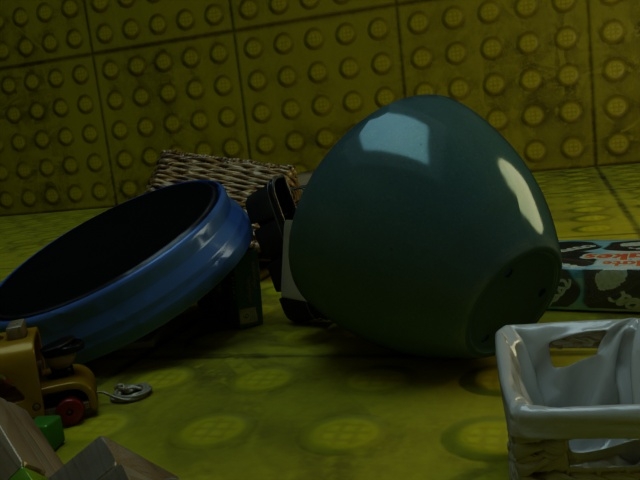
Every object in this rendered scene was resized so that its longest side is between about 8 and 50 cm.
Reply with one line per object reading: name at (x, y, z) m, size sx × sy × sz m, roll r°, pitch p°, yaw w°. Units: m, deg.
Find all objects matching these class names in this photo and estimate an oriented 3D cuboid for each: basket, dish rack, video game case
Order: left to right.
video game case at (-0.284, 0.138, 1.008) m, size 0.122 × 0.011 × 0.087 m, roll -7°, pitch 10°, yaw 0°
basket at (-0.201, -0.022, 1.438) m, size 0.299 × 0.213 × 0.223 m, roll 8°, pitch 51°, yaw 6°
dish rack at (0.000, 0.000, 1.092) m, size 0.074 × 0.208 × 0.271 m, roll -19°, pitch 1°, yaw 29°
basket at (0.179, 0.125, 0.480) m, size 0.113 × 0.103 × 0.167 m, roll -4°, pitch 10°, yaw 12°

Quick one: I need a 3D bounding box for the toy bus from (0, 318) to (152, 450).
toy bus at (-0.312, 0.137, 0.747) m, size 0.191 × 0.104 × 0.202 m, roll -2°, pitch 11°, yaw 27°

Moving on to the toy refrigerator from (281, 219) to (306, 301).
toy refrigerator at (0.083, 0.028, 0.973) m, size 0.270 × 0.102 × 0.094 m, roll 2°, pitch 1°, yaw -41°

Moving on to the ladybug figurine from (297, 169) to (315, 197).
ladybug figurine at (0.113, -0.085, 1.616) m, size 0.449 × 0.161 × 0.305 m, roll -2°, pitch 11°, yaw 23°

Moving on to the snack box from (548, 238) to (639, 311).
snack box at (0.427, 0.042, 0.942) m, size 0.322 × 0.060 × 0.187 m, roll -1°, pitch 11°, yaw 31°

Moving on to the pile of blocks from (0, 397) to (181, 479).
pile of blocks at (-0.091, 0.187, 0.378) m, size 0.362 × 0.149 × 0.112 m, roll 8°, pitch -28°, yaw 27°

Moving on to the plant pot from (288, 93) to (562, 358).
plant pot at (0.138, 0.015, 0.780) m, size 0.290 × 0.290 × 0.195 m, roll -13°, pitch 37°, yaw -32°

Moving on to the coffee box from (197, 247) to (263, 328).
coffee box at (-0.142, 0.060, 1.081) m, size 0.040 × 0.113 × 0.184 m, roll -8°, pitch 8°, yaw -28°

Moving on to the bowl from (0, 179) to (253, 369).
bowl at (-0.287, 0.032, 1.023) m, size 0.391 × 0.077 × 0.391 m, roll -21°, pitch 23°, yaw 9°
